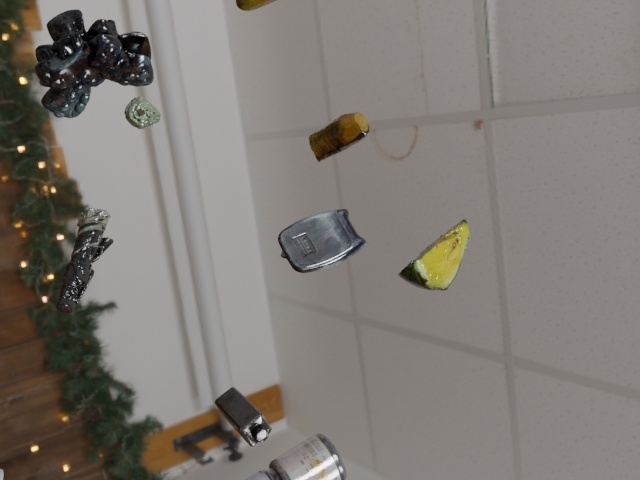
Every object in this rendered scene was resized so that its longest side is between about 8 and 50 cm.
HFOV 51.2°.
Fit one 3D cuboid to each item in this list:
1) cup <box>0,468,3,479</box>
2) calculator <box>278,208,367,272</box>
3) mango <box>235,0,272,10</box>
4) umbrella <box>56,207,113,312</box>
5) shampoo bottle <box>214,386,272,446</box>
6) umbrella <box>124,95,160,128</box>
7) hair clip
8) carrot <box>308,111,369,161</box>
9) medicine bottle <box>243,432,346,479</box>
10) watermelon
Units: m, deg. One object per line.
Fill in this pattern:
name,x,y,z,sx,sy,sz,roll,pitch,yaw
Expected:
cup,-1.018,0.638,1.790,0.173,0.300,0.167,-86,-161,-48
calculator,0.000,0.000,2.020,0.177,0.268,0.040,59,-21,20
mango,-0.148,-0.748,1.958,0.099,0.228,0.136,57,3,-14
umbrella,-0.740,0.065,2.089,0.113,0.106,0.357,-19,-128,38
shampoo bottle,-0.222,0.518,1.950,0.246,0.079,0.080,20,-38,58
umbrella,-0.340,-0.243,1.269,0.143,0.067,0.062,-140,-121,-77
hair clip,-0.582,-0.440,1.670,0.206,0.310,0.194,55,16,-54
carrot,0.040,-0.256,1.643,0.173,0.082,0.082,-25,-99,36
medicine bottle,-0.075,0.689,1.914,0.165,0.273,0.165,45,-30,35
watermelon,0.275,0.044,1.621,0.123,0.301,0.129,25,-59,24
